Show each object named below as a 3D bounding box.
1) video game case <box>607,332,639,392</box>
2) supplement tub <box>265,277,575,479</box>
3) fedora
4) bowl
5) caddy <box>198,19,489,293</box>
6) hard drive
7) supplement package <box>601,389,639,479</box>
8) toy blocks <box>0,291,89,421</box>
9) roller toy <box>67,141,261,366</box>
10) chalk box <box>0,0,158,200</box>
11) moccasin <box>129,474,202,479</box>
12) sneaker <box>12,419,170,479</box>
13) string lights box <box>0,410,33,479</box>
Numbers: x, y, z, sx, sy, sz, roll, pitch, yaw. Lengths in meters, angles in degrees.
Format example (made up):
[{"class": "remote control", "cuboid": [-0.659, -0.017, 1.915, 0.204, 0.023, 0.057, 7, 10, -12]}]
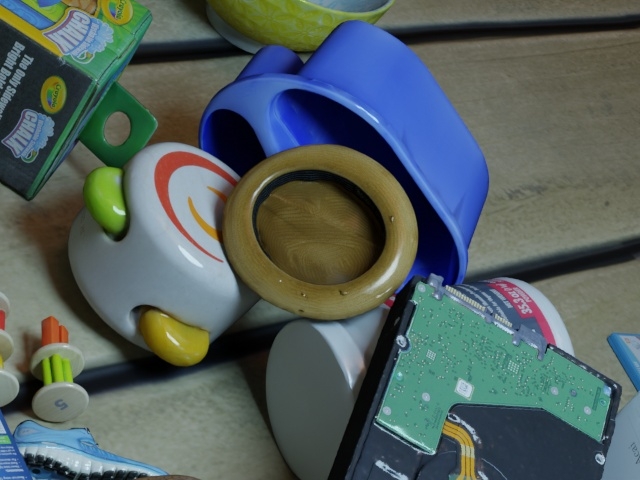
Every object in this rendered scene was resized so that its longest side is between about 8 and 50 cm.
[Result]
[{"class": "video game case", "cuboid": [0.448, 0.168, 2.273, 0.166, 0.015, 0.119, 5, 45, -37]}, {"class": "supplement tub", "cuboid": [0.103, 0.144, 1.818, 0.272, 0.191, 0.191, -7, 52, -31]}, {"class": "fedora", "cuboid": [0.000, 0.000, 1.772, 0.194, 0.079, 0.194, -1, 67, 1]}, {"class": "bowl", "cuboid": [-0.062, -0.329, 2.297, 0.289, 0.156, 0.289, 24, 36, -18]}, {"class": "caddy", "cuboid": [0.025, -0.063, 1.903, 0.341, 0.241, 0.179, 53, 45, -28]}, {"class": "hard drive", "cuboid": [0.131, 0.211, 1.619, 0.237, 0.064, 0.339, 30, 49, -10]}, {"class": "supplement package", "cuboid": [0.327, 0.301, 1.757, 0.175, 0.293, 0.177, 12, 41, -32]}, {"class": "toy blocks", "cuboid": [-0.281, 0.092, 1.691, 0.123, 0.054, 0.148, 15, 39, -28]}, {"class": "roller toy", "cuboid": [-0.149, 0.014, 1.818, 0.209, 0.146, 0.191, 51, 30, 5]}, {"class": "chalk box", "cuboid": [-0.302, -0.183, 1.894, 0.289, 0.180, 0.179, 33, 34, -6]}, {"class": "moccasin", "cuboid": [-0.103, 0.343, 1.469, 0.147, 0.139, 0.380, 8, 43, -34]}, {"class": "sneaker", "cuboid": [-0.204, 0.197, 1.626, 0.162, 0.063, 0.073, 21, 34, -22]}, {"class": "string lights box", "cuboid": [-0.297, 0.237, 1.482, 0.133, 0.076, 0.259, -1, 48, -41]}]
